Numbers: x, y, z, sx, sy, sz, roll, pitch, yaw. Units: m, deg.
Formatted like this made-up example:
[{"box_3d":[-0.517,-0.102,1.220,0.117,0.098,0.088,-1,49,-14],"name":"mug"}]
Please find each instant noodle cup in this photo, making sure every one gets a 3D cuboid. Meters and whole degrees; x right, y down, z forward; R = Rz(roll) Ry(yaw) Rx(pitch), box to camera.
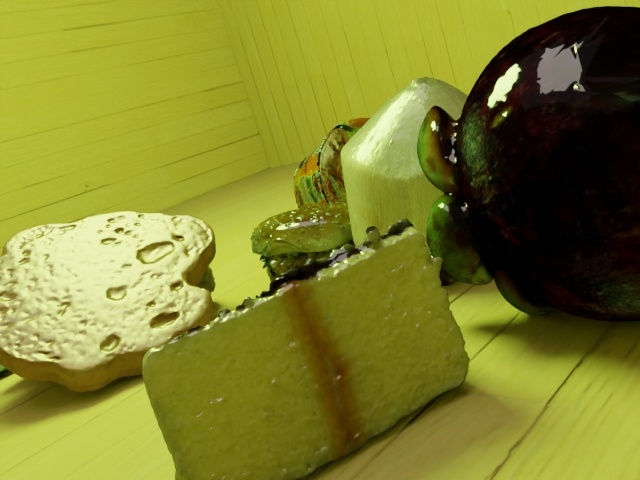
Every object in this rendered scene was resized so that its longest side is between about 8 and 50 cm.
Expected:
[{"box_3d":[0.058,-0.121,1.291,0.230,0.230,0.182,-24,5,-27],"name":"instant noodle cup"}]

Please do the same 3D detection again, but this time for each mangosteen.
[{"box_3d":[0.251,-0.061,0.587,0.311,0.311,0.311,-17,12,4],"name":"mangosteen"}]

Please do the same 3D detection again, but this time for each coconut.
[{"box_3d":[0.145,-0.089,0.861,0.238,0.265,0.237,-4,18,1],"name":"coconut"}]

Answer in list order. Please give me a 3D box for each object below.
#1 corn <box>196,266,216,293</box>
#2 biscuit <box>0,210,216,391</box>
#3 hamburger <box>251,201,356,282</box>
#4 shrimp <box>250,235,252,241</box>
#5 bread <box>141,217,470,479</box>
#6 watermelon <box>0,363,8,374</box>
[{"box_3d":[-0.340,0.107,1.005,0.347,0.130,0.130,-20,12,-20],"name":"corn"},{"box_3d":[-0.311,0.074,0.914,0.351,0.057,0.312,-15,48,-19],"name":"biscuit"},{"box_3d":[0.000,0.000,1.024,0.215,0.122,0.189,-14,12,5],"name":"hamburger"},{"box_3d":[-0.099,-0.010,1.407,0.198,0.051,0.262,-19,7,29],"name":"shrimp"},{"box_3d":[-0.006,0.116,0.533,0.266,0.141,0.178,-23,-28,-17],"name":"bread"},{"box_3d":[-0.554,0.195,1.055,0.085,0.072,0.092,-5,-3,-39],"name":"watermelon"}]
